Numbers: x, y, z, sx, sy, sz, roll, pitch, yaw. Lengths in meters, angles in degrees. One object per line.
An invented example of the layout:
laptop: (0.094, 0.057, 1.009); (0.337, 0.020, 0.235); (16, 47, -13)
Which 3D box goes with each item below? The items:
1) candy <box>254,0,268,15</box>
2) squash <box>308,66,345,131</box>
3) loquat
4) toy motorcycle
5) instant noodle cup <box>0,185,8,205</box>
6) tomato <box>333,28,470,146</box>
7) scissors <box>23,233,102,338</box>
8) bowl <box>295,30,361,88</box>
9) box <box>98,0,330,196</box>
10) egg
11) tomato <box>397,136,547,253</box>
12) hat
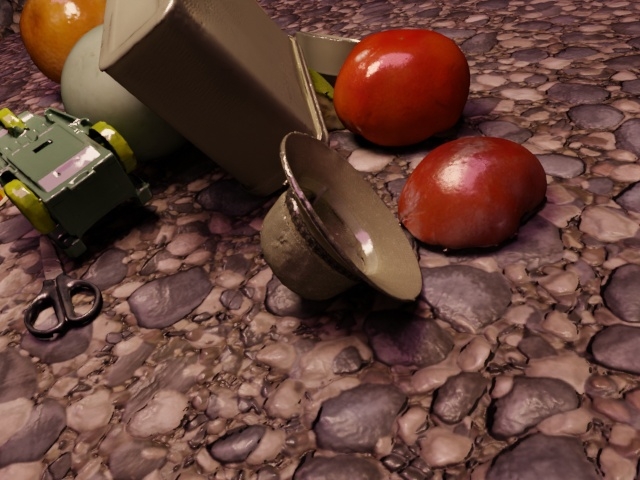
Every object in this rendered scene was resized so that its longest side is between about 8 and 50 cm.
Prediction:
candy: (-0.299, -0.502, 1.344); (0.320, 0.179, 0.135); (-28, 22, 39)
squash: (-0.045, -0.337, 1.205); (0.203, 0.111, 0.289); (-7, 35, 6)
loquat: (-0.701, -0.605, 1.595); (0.328, 0.329, 0.328); (-9, 36, 6)
toy motorcycle: (-0.460, -0.115, 0.974); (0.326, 0.200, 0.191); (31, 64, 36)
instant noodle cup: (-0.776, -0.140, 1.116); (0.213, 0.174, 0.213); (-8, 36, 6)
tomato: (0.148, -0.288, 1.013); (0.259, 0.180, 0.260); (-6, 40, 5)
scissors: (-0.424, 0.056, 0.869); (0.109, 0.022, 0.300); (-24, 36, -21)
bowl: (0.038, -0.399, 1.227); (0.211, 0.112, 0.211); (10, 22, -4)
box: (-0.175, -0.304, 0.922); (0.177, 0.344, 0.352); (-31, 48, 22)
egg: (-0.369, -0.302, 1.110); (0.276, 0.276, 0.389); (-14, 19, 0)
tomato: (0.210, -0.091, 0.788); (0.199, 0.112, 0.228); (16, 42, 37)
hat: (0.000, 0.000, 0.689); (0.130, 0.257, 0.257); (-37, 30, 22)
